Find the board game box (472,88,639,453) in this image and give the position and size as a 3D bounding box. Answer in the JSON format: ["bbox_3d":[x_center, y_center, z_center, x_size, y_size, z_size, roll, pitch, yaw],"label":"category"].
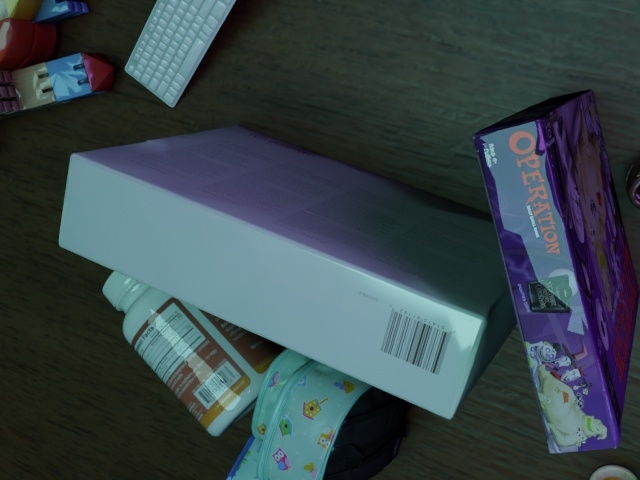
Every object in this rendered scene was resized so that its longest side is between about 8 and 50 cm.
[{"bbox_3d":[0.199,-0.005,0.652,0.056,0.347,0.208,-8,100,24],"label":"board game box"}]

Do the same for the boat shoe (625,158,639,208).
[{"bbox_3d":[0.364,-0.073,0.712,0.207,0.073,0.073,-26,90,27],"label":"boat shoe"}]

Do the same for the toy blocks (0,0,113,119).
[{"bbox_3d":[-0.401,-0.289,0.982,0.260,0.191,0.381,-12,98,15],"label":"toy blocks"}]

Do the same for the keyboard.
[{"bbox_3d":[-0.139,-0.239,0.887,0.072,0.014,0.256,42,138,-2],"label":"keyboard"}]

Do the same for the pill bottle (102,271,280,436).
[{"bbox_3d":[-0.148,0.109,0.972,0.216,0.121,0.121,47,117,9],"label":"pill bottle"}]

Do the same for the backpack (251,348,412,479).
[{"bbox_3d":[0.010,0.184,0.877,0.144,0.188,0.166,25,113,18],"label":"backpack"}]

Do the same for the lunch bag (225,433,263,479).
[{"bbox_3d":[-0.055,0.322,0.969,0.128,0.096,0.151,25,72,18],"label":"lunch bag"}]

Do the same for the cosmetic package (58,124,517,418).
[{"bbox_3d":[0.000,0.000,0.783,0.377,0.284,0.097,22,112,20],"label":"cosmetic package"}]

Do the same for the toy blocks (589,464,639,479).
[{"bbox_3d":[0.298,0.253,0.780,0.123,0.148,0.054,-35,87,28],"label":"toy blocks"}]
